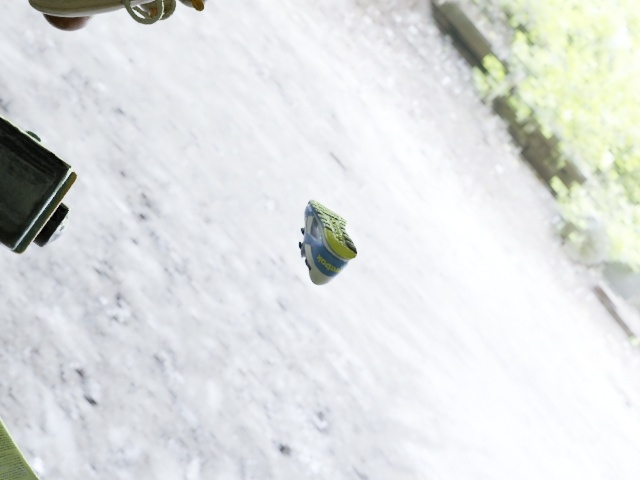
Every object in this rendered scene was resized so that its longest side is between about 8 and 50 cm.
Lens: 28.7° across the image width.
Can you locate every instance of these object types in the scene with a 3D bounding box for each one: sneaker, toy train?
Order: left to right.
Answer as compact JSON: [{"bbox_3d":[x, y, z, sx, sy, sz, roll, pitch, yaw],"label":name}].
[{"bbox_3d":[-0.380,-0.108,1.199,0.334,0.142,0.190,38,-11,-11],"label":"toy train"},{"bbox_3d":[0.000,0.000,1.420,0.053,0.059,0.144,27,20,-17],"label":"sneaker"}]

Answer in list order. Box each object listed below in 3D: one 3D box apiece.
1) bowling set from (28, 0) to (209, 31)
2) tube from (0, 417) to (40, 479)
[{"bbox_3d":[-0.179,-0.275,1.112,0.200,0.154,0.287,107,-22,-66],"label":"bowling set"},{"bbox_3d":[-0.480,0.263,1.746,0.240,0.070,0.062,53,-5,25],"label":"tube"}]
